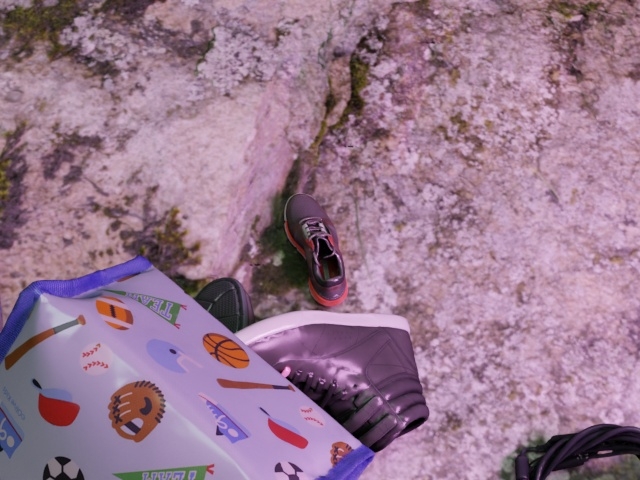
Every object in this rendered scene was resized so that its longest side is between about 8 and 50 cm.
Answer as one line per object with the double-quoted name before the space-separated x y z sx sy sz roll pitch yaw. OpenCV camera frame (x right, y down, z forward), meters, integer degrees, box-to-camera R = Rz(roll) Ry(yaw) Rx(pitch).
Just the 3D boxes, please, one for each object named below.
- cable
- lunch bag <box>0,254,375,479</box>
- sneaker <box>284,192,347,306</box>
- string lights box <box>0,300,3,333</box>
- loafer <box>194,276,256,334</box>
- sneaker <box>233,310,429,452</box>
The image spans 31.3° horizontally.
"cable" 0.288 0.267 1.229 0.184 0.047 0.151 -10 39 32
"lunch bag" -0.200 0.268 1.085 0.328 0.385 0.239 40 21 17
"sneaker" 0.000 0.000 1.400 0.061 0.065 0.158 -16 63 -13
"string lights box" -0.501 0.081 1.305 0.259 0.077 0.133 -11 60 -11
"loafer" -0.114 0.173 1.297 0.096 0.084 0.268 -13 53 24
"sneaker" 0.008 0.162 1.236 0.295 0.104 0.147 1 57 -41
